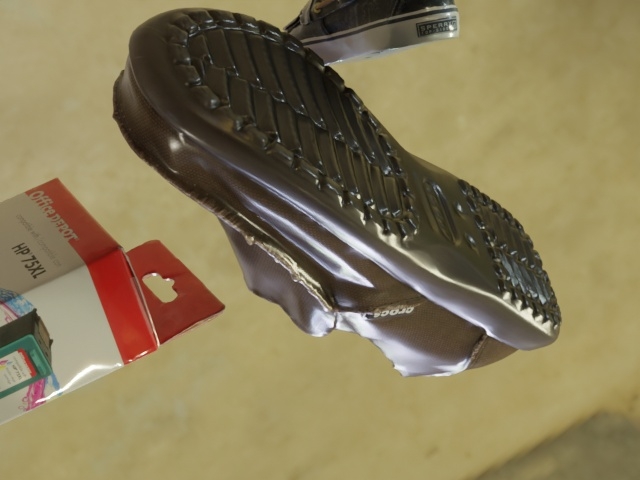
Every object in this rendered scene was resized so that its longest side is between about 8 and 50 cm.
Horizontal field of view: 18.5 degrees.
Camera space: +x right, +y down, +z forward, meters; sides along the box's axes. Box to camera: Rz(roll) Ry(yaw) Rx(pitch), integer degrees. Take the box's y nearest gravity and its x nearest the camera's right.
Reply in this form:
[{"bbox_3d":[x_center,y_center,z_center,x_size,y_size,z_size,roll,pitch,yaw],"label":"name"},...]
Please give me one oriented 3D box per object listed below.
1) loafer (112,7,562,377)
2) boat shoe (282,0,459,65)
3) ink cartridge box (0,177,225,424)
[{"bbox_3d":[0.000,0.000,1.146,0.130,0.134,0.366,-34,134,22],"label":"loafer"},{"bbox_3d":[0.023,-0.152,1.200,0.065,0.183,0.083,-11,93,-29],"label":"boat shoe"},{"bbox_3d":[-0.189,0.040,1.186,0.231,0.134,0.078,-26,119,-15],"label":"ink cartridge box"}]
